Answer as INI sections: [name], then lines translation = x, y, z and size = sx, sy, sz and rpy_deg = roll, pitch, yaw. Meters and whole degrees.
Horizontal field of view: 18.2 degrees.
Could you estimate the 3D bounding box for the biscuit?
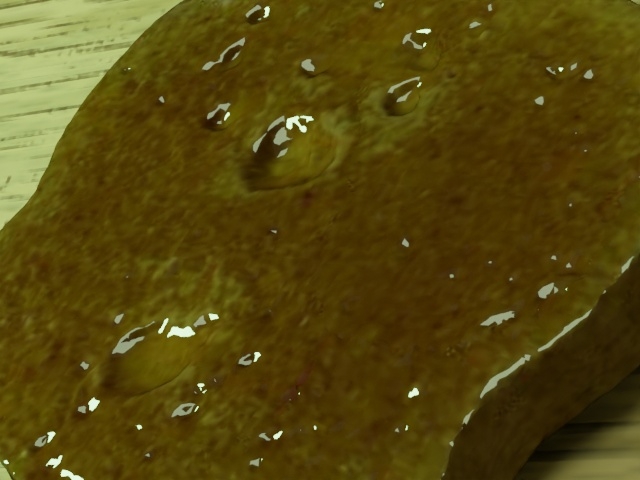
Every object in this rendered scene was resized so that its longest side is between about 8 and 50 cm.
[biscuit]
translation = 0.001, 0.001, 0.681
size = 0.273, 0.049, 0.257
rpy_deg = 18, 65, 45
